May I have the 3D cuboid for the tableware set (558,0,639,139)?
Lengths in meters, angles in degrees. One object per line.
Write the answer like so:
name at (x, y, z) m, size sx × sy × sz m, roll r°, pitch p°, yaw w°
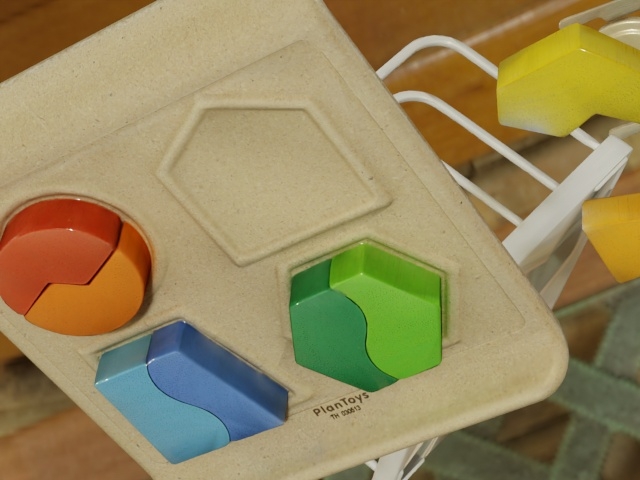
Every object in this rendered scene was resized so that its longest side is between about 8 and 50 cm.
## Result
tableware set at (0.310, -0.171, 1.351) m, size 0.194 × 0.039 × 0.128 m, roll -19°, pitch 120°, yaw 19°

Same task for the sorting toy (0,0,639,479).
sorting toy at (0.000, 0.000, 0.641) m, size 0.307 × 0.041 × 0.229 m, roll -23°, pitch 122°, yaw 24°

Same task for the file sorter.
file sorter at (0.068, 0.017, 1.171) m, size 0.193 × 0.173 × 0.277 m, roll -43°, pitch 163°, yaw -28°
